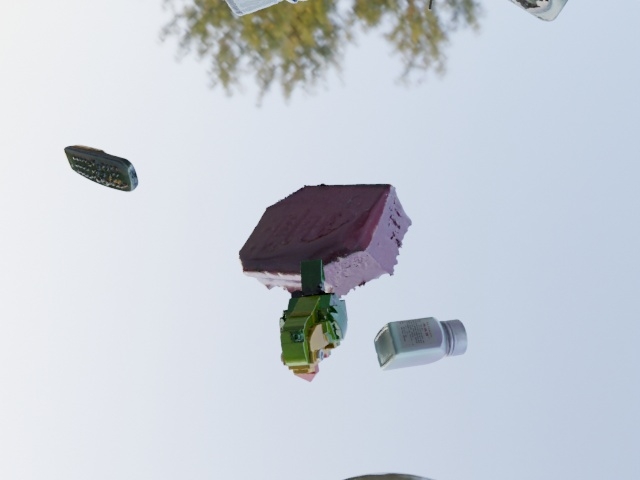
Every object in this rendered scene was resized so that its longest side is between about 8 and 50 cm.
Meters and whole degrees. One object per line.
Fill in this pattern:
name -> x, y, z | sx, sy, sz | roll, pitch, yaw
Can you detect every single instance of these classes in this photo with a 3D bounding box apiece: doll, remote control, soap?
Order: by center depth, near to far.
doll -> -0.017, 0.139, 1.410 | 0.106, 0.134, 0.186 | -5, -147, 20
soap -> 0.000, 0.000, 1.651 | 0.325, 0.127, 0.220 | 0, -129, 44
remote control -> -0.434, -0.146, 1.693 | 0.222, 0.072, 0.042 | 19, -137, 40

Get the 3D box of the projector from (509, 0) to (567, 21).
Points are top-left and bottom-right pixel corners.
projector -> 0.372, -0.549, 1.563 | 0.198, 0.250, 0.108 | -57, 178, -14

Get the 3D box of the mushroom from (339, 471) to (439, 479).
mushroom -> 0.079, 0.364, 0.760 | 0.292, 0.290, 0.292 | -11, -122, 17

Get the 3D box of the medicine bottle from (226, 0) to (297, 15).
medicine bottle -> -0.004, -0.377, 1.060 | 0.258, 0.143, 0.143 | -17, -139, 11

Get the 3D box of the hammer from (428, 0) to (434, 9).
hammer -> 0.194, -0.440, 1.439 | 0.019, 0.035, 0.110 | 11, -87, 52

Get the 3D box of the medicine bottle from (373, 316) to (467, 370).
medicine bottle -> 0.142, 0.142, 1.202 | 0.074, 0.118, 0.055 | 115, -35, -59
